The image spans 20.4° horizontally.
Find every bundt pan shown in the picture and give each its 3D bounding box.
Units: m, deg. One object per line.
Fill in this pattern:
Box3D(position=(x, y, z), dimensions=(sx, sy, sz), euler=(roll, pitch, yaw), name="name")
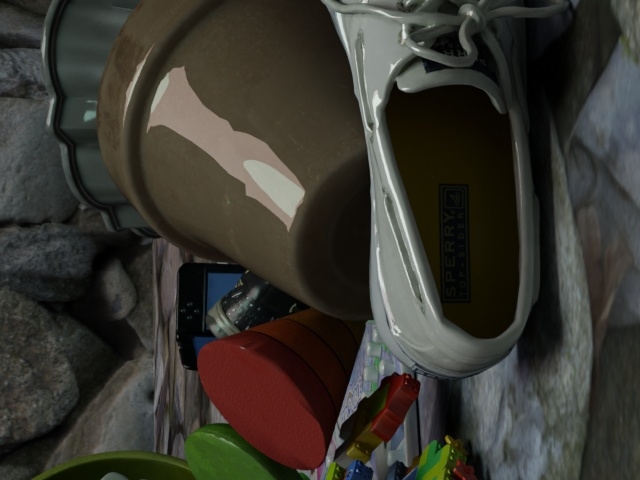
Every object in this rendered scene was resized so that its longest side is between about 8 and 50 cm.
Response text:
Box3D(position=(-0.082, -0.157, 1.471), dimensions=(0.331, 0.124, 0.331), euler=(-22, -64, -57), name="bundt pan")

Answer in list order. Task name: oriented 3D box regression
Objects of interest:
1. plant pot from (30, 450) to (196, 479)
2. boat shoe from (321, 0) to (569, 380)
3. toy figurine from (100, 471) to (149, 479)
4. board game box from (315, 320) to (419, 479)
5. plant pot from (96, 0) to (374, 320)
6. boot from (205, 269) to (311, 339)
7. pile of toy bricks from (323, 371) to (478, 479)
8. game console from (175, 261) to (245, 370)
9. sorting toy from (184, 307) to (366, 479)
Box3D(position=(-0.219, 0.492, 2.108), dimensions=(0.353, 0.366, 0.366), euler=(86, 179, -56), name="plant pot")
Box3D(position=(0.075, -0.103, 1.079), dimensions=(0.156, 0.135, 0.367), euler=(138, 130, -76), name="boat shoe")
Box3D(position=(-0.135, 0.326, 1.659), dimensions=(0.148, 0.209, 0.213), euler=(96, 173, -60), name="toy figurine")
Box3D(position=(0.019, 0.245, 1.544), dimensions=(0.390, 0.050, 0.390), euler=(111, 159, -63), name="board game box")
Box3D(position=(-0.002, -0.063, 1.276), dimensions=(0.229, 0.263, 0.263), euler=(-130, 41, -50), name="plant pot")
Box3D(position=(0.001, 0.001, 1.618), dimensions=(0.178, 0.085, 0.236), euler=(-52, -5, 27), name="boot")
Box3D(position=(0.067, 0.178, 1.214), dimensions=(0.105, 0.118, 0.212), euler=(-48, 14, 30), name="pile of toy bricks")
Box3D(position=(-0.074, 0.080, 1.837), dimensions=(0.085, 0.144, 0.124), euler=(137, 135, -75), name="game console")
Box3D(position=(-0.022, 0.151, 1.414), dimensions=(0.126, 0.127, 0.365), euler=(-45, -18, -29), name="sorting toy")
